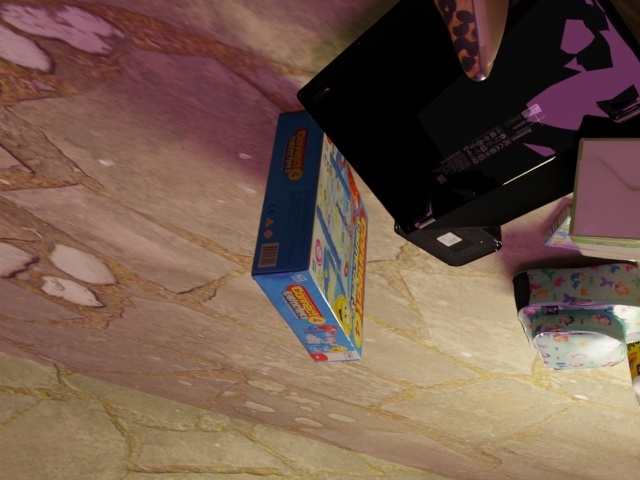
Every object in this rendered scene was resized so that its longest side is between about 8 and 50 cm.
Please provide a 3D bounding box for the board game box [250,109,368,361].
[{"bbox_3d":[0.000,0.000,1.001,0.086,0.309,0.302,-5,145,17],"label":"board game box"}]

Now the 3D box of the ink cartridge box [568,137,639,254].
[{"bbox_3d":[0.444,-0.036,0.779,0.207,0.119,0.353,5,177,26],"label":"ink cartridge box"}]

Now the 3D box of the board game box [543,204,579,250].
[{"bbox_3d":[0.512,-0.015,1.126,0.153,0.026,0.103,9,147,-2],"label":"board game box"}]

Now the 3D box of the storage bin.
[{"bbox_3d":[0.232,-0.037,1.101,0.180,0.085,0.122,30,141,-28],"label":"storage bin"}]

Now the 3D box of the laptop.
[{"bbox_3d":[0.259,-0.182,0.832,0.381,0.236,0.408,-31,105,42],"label":"laptop"}]

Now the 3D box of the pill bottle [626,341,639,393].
[{"bbox_3d":[0.742,0.264,1.331,0.117,0.215,0.117,5,147,3],"label":"pill bottle"}]

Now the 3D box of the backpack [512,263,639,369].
[{"bbox_3d":[0.545,0.152,1.244,0.253,0.191,0.225,-13,141,21],"label":"backpack"}]

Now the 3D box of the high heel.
[{"bbox_3d":[0.092,-0.265,0.632,0.186,0.262,0.093,-13,165,37],"label":"high heel"}]

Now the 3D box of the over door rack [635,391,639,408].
[{"bbox_3d":[1.064,0.430,1.618,0.239,0.108,0.324,21,145,-20],"label":"over door rack"}]
